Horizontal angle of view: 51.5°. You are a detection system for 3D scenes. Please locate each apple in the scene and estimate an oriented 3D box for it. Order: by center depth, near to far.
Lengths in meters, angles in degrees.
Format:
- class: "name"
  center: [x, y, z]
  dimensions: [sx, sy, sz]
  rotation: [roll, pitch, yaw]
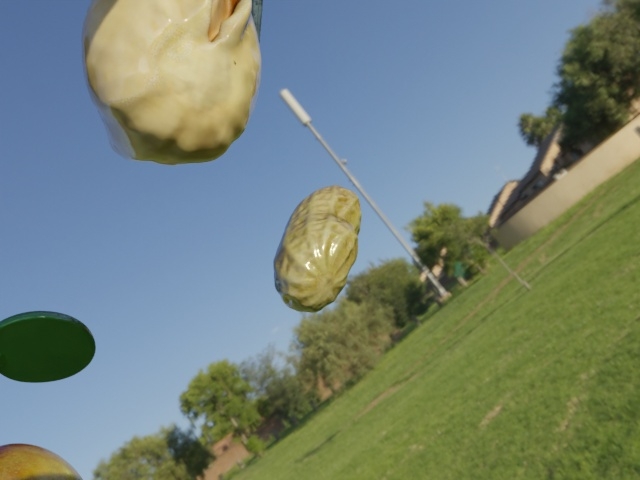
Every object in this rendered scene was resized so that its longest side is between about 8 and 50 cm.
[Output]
- class: "apple"
  center: [-0.326, 0.303, 0.704]
  dimensions: [0.146, 0.147, 0.163]
  rotation: [-45, 7, 29]

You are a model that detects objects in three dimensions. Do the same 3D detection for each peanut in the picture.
- class: "peanut"
  center: [0.000, 0.000, 0.741]
  dimensions: [0.093, 0.083, 0.194]
  rotation: [-57, 9, 41]

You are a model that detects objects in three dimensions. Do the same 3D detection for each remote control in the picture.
- class: "remote control"
  center: [-0.094, -0.346, 0.925]
  dimensions: [0.027, 0.152, 0.043]
  rotation: [-4, 16, -30]

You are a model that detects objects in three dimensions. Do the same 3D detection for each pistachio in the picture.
- class: "pistachio"
  center: [-0.164, -0.213, 0.733]
  dimensions: [0.214, 0.318, 0.193]
  rotation: [-40, -51, 23]

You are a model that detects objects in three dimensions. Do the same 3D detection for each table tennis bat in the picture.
- class: "table tennis bat"
  center: [-0.493, 0.181, 1.059]
  dimensions: [0.257, 0.039, 0.160]
  rotation: [-10, -49, -11]
